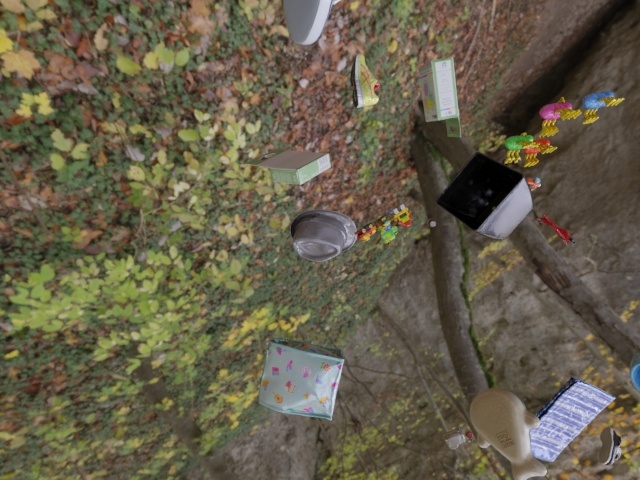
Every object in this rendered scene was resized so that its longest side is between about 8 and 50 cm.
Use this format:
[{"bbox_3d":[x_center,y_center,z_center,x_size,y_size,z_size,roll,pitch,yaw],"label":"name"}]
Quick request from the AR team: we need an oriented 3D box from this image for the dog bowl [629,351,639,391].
[{"bbox_3d":[1.195,0.476,1.332,0.074,0.165,0.297,-16,-164,-35],"label":"dog bowl"}]

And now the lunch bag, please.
[{"bbox_3d":[-0.071,0.463,1.370,0.160,0.263,0.223,162,-60,-88],"label":"lunch bag"}]

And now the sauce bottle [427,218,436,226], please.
[{"bbox_3d":[0.544,-0.084,1.963,0.042,0.042,0.128,-36,179,15],"label":"sauce bottle"}]

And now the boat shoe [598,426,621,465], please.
[{"bbox_3d":[0.690,0.494,0.954,0.125,0.038,0.046,-17,140,-54],"label":"boat shoe"}]

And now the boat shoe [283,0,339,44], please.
[{"bbox_3d":[0.037,-0.536,0.711,0.157,0.135,0.366,-19,144,-30],"label":"boat shoe"}]

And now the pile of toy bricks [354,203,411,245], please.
[{"bbox_3d":[0.237,-0.035,1.490,0.212,0.105,0.118,-32,-178,-13],"label":"pile of toy bricks"}]

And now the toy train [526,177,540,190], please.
[{"bbox_3d":[0.721,-0.183,1.493,0.166,0.125,0.046,127,-24,-64],"label":"toy train"}]

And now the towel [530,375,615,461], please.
[{"bbox_3d":[0.836,0.630,1.389,0.335,0.243,0.040,-57,-157,15],"label":"towel"}]

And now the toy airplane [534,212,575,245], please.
[{"bbox_3d":[0.761,-0.037,1.300,0.028,0.151,0.151,-48,171,13],"label":"toy airplane"}]

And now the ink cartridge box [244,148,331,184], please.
[{"bbox_3d":[-0.109,-0.250,1.341,0.235,0.056,0.171,11,-146,35],"label":"ink cartridge box"}]

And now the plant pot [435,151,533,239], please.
[{"bbox_3d":[0.487,-0.108,1.151,0.187,0.167,0.188,-53,-145,14],"label":"plant pot"}]

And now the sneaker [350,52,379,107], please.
[{"bbox_3d":[0.156,-0.551,1.395,0.094,0.208,0.081,-2,166,-6],"label":"sneaker"}]

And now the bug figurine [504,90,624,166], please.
[{"bbox_3d":[0.596,-0.291,1.034,0.217,0.072,0.279,-12,162,-26],"label":"bug figurine"}]

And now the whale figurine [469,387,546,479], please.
[{"bbox_3d":[0.607,0.612,1.290,0.216,0.271,0.141,-41,144,25],"label":"whale figurine"}]

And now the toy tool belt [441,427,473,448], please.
[{"bbox_3d":[0.411,0.588,1.214,0.083,0.052,0.051,-20,179,-4],"label":"toy tool belt"}]

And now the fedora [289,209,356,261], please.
[{"bbox_3d":[0.000,0.000,1.605,0.243,0.276,0.124,87,14,-44],"label":"fedora"}]

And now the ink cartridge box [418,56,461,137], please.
[{"bbox_3d":[0.329,-0.385,1.113,0.062,0.209,0.109,-13,-165,0],"label":"ink cartridge box"}]
